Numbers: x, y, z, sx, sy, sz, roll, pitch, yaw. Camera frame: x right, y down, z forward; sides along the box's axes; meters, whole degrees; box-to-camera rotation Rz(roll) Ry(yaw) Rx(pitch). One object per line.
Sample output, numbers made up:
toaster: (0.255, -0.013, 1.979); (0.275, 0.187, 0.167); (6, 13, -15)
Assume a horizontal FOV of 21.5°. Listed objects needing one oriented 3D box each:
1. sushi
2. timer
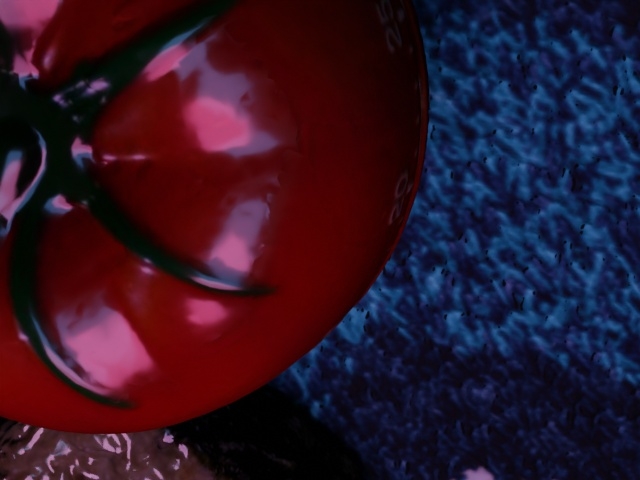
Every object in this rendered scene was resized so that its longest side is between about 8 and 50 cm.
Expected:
sushi: (-0.108, 0.195, 1.223); (0.211, 0.171, 0.350); (-32, 113, 21)
timer: (-0.125, -0.081, 0.982); (0.378, 0.279, 0.378); (6, 111, 16)
